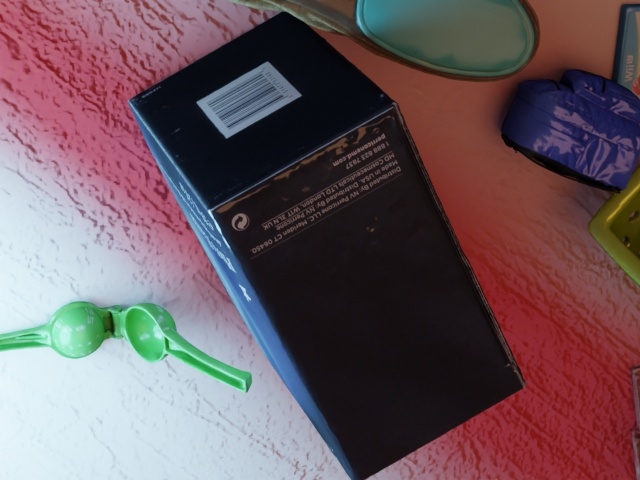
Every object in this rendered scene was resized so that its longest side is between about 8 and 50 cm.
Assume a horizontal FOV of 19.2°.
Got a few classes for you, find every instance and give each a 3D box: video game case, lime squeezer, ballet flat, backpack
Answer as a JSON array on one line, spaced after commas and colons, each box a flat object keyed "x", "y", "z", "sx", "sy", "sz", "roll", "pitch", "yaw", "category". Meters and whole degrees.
[{"x": 0.363, "y": -0.172, "z": 1.844, "sx": 0.166, "sy": 0.015, "sz": 0.119, "roll": -3, "pitch": 113, "yaw": -17, "category": "video game case"}, {"x": -0.201, "y": 0.100, "z": 1.729, "sx": 0.310, "sy": 0.110, "sz": 0.059, "roll": 4, "pitch": 132, "yaw": 12, "category": "lime squeezer"}, {"x": 0.021, "y": -0.225, "z": 1.638, "sx": 0.342, "sy": 0.124, "sz": 0.116, "roll": 14, "pitch": 99, "yaw": -9, "category": "ballet flat"}, {"x": 0.235, "y": -0.111, "z": 1.785, "sx": 0.120, "sy": 0.098, "sz": 0.101, "roll": 18, "pitch": 96, "yaw": -11, "category": "backpack"}]

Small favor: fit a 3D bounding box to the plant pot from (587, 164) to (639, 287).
[{"x": 0.427, "y": 0.010, "z": 1.813, "sx": 0.228, "sy": 0.227, "sz": 0.207, "roll": -45, "pitch": 149, "yaw": 3, "category": "plant pot"}]

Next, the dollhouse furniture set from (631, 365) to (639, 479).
[{"x": 0.525, "y": 0.202, "z": 1.947, "sx": 0.374, "sy": 0.201, "sz": 0.152, "roll": -11, "pitch": 114, "yaw": -13, "category": "dollhouse furniture set"}]

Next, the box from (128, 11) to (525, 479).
[{"x": 0.000, "y": 0.000, "z": 1.637, "sx": 0.182, "sy": 0.296, "sz": 0.294, "roll": -30, "pitch": 117, "yaw": -5, "category": "box"}]
